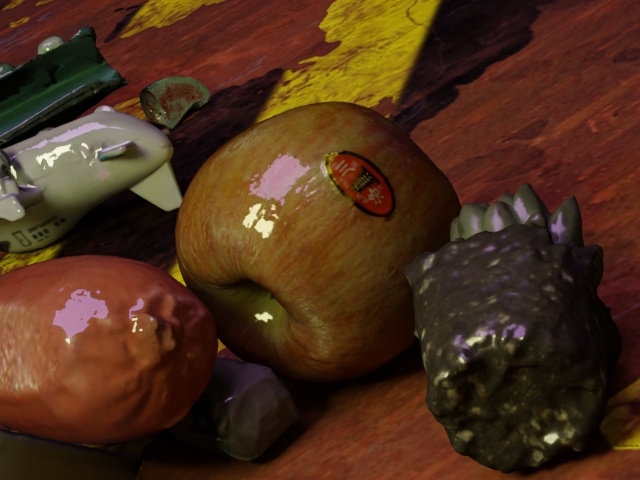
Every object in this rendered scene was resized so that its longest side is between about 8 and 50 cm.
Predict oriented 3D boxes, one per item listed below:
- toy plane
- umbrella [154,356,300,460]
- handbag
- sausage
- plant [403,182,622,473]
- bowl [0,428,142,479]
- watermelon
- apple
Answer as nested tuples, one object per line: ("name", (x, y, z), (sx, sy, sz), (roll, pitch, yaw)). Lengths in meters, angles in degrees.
("toy plane", (-0.273, -0.061, 1.784), (0.266, 0.123, 0.267), (-17, 6, 2))
("umbrella", (-0.145, 0.116, 1.366), (0.073, 0.067, 0.337), (-28, 21, -34))
("handbag", (-0.372, -0.143, 1.974), (0.268, 0.100, 0.274), (-32, 4, -14))
("sausage", (-0.178, 0.080, 1.255), (0.254, 0.148, 0.148), (-9, 27, 48))
("plant", (0.131, 0.057, 1.155), (0.129, 0.132, 0.194), (-13, 31, 16))
("bowl", (-0.303, 0.199, 1.109), (0.353, 0.354, 0.185), (1, 77, 44))
("watermelon", (-0.167, -0.155, 1.992), (0.085, 0.085, 0.061), (-16, 65, 19))
("apple", (0.000, 0.000, 1.292), (0.211, 0.211, 0.188), (2, 40, 45))
